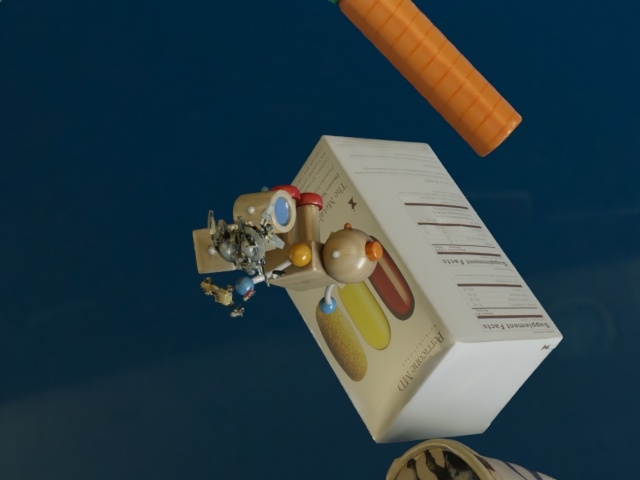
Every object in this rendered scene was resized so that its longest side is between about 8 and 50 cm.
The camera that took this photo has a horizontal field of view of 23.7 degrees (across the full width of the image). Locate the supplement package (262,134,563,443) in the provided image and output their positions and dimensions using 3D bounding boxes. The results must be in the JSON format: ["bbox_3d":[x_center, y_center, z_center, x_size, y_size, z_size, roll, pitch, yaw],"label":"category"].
[{"bbox_3d":[0.074,0.040,1.349,0.139,0.134,0.244,-57,-130,32],"label":"supplement package"}]

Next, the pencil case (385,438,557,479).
[{"bbox_3d":[0.234,0.300,1.273,0.160,0.410,0.183,-49,-144,26],"label":"pencil case"}]

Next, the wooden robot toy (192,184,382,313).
[{"bbox_3d":[0.000,0.000,0.977,0.079,0.173,0.076,-7,-103,34],"label":"wooden robot toy"}]

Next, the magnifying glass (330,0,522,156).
[{"bbox_3d":[-0.003,-0.125,0.648,0.026,0.231,0.092,-46,-179,-14],"label":"magnifying glass"}]

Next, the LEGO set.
[{"bbox_3d":[-0.046,0.012,0.847,0.054,0.083,0.023,27,-143,25],"label":"LEGO set"}]
